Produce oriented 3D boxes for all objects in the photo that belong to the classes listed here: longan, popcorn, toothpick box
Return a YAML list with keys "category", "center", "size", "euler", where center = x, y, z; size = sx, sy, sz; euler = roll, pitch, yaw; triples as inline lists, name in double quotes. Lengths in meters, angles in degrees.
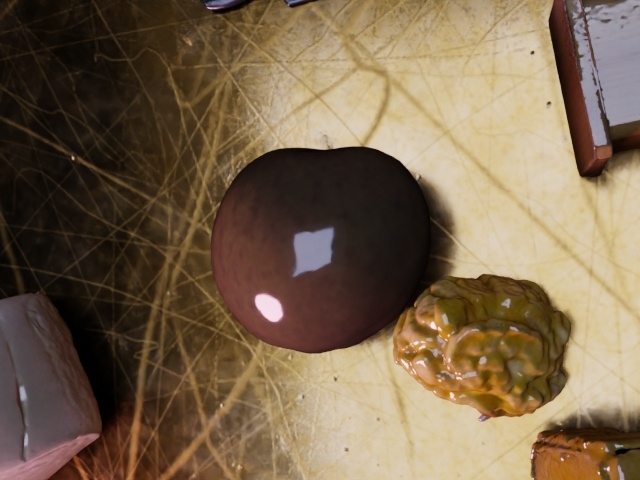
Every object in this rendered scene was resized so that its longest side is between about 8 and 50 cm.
- category: "longan"
  center: [0.000, 0.000, 1.305]
  size: [0.248, 0.248, 0.248]
  euler: [-1, 87, 14]
- category: "popcorn"
  center: [0.184, 0.108, 1.280]
  size: [0.194, 0.140, 0.163]
  euler: [33, 88, -19]
- category: "toothpick box"
  center: [0.408, -0.193, 1.236]
  size: [0.308, 0.190, 0.187]
  euler: [-11, 84, 8]

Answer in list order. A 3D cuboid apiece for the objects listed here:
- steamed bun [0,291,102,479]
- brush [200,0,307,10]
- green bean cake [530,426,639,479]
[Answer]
- category: "steamed bun"
  center: [-0.467, 0.223, 1.402]
  size: [0.383, 0.236, 0.247]
  euler: [-28, 79, 11]
- category: "brush"
  center: [-0.052, -0.308, 1.436]
  size: [0.193, 0.016, 0.063]
  euler: [-15, 83, 13]
- category: "green bean cake"
  center: [0.307, 0.303, 1.205]
  size: [0.131, 0.224, 0.229]
  euler: [-5, 87, -13]
